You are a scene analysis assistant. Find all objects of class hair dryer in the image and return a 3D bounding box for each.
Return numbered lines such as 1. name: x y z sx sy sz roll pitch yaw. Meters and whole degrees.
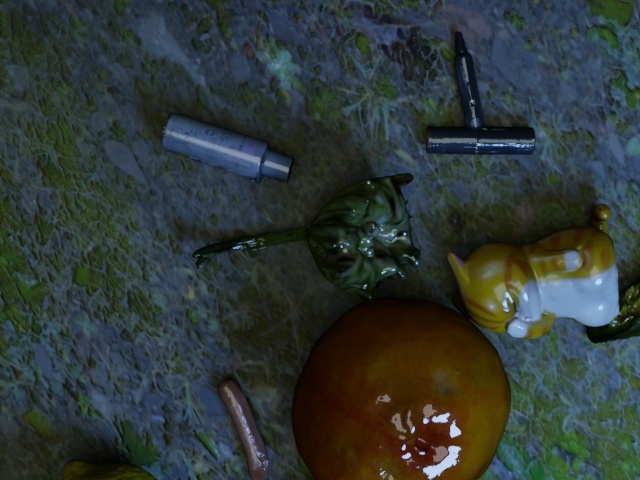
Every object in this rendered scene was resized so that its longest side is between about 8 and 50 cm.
1. hair dryer: 0.258 -0.234 1.594 0.173 0.050 0.195 2 94 0

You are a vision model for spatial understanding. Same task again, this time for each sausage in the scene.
1. sausage: -0.126 0.321 1.683 0.043 0.043 0.186 -20 96 5

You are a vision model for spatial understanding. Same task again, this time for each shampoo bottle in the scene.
1. shampoo bottle: -0.149 -0.145 1.613 0.214 0.072 0.072 18 98 1

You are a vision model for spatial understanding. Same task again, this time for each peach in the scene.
1. peach: 0.124 0.254 1.527 0.342 0.301 0.343 0 99 2

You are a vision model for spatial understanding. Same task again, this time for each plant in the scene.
1. plant: -0.006 -0.034 1.586 0.333 0.251 0.180 15 115 30

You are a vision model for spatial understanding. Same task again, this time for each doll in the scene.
1. doll: 0.346 0.064 1.568 0.269 0.162 0.167 -14 127 -1

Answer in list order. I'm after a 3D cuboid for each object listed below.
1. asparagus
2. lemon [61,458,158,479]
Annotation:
1. asparagus: 0.606 0.073 1.576 0.382 0.128 0.108 -15 61 6
2. lemon: -0.343 0.476 1.617 0.228 0.228 0.253 -21 108 5
